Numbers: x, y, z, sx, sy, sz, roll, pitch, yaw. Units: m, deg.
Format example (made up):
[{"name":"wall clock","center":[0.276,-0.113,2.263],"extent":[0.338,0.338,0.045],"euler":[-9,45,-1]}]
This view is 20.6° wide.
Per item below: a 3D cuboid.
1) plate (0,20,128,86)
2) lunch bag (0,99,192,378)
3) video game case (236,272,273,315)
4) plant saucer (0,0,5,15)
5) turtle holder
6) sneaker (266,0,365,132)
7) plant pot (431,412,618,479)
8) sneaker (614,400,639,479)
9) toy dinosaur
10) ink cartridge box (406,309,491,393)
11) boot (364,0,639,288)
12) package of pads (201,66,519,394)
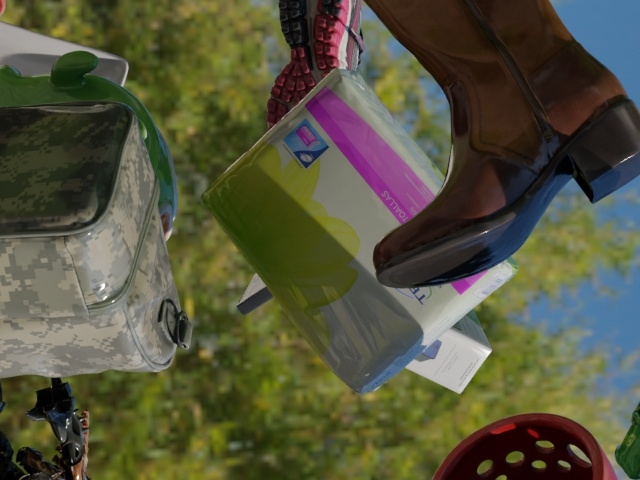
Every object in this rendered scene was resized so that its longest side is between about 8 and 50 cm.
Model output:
[{"name":"plate","center":[-0.419,-0.148,2.359],"extent":[0.045,0.278,0.277],"euler":[35,73,-76]},{"name":"lunch bag","center":[-0.293,0.026,1.651],"extent":[0.212,0.305,0.256],"euler":[-82,163,-49]},{"name":"video game case","center":[0.000,0.000,2.735],"extent":[0.274,0.026,0.196],"euler":[-33,-165,30]},{"name":"plant saucer","center":[-0.429,-0.312,1.769],"extent":[0.047,0.259,0.258],"euler":[13,-59,27]},{"name":"turtle holder","center":[-0.313,-0.070,2.080],"extent":[0.243,0.320,0.227],"euler":[-60,152,-22]},{"name":"sneaker","center":[0.010,-0.220,2.296],"extent":[0.121,0.112,0.299],"euler":[8,-87,25]},{"name":"plant pot","center":[0.218,0.295,1.743],"extent":[0.174,0.191,0.191],"euler":[59,0,-38]},{"name":"sneaker","center":[0.290,0.141,1.374],"extent":[0.109,0.123,0.295],"euler":[8,78,-78]},{"name":"toy dinosaur","center":[-0.325,0.275,1.982],"extent":[0.322,0.164,0.218],"euler":[-127,-161,-70]},{"name":"ink cartridge box","center":[0.138,0.123,2.688],"extent":[0.093,0.212,0.154],"euler":[-55,-159,18]},{"name":"boot","center":[0.104,-0.124,1.475],"extent":[0.280,0.264,0.096],"euler":[58,2,21]},{"name":"package of pads","center":[0.036,-0.006,1.933],"extent":[0.296,0.229,0.101],"euler":[51,15,11]}]
